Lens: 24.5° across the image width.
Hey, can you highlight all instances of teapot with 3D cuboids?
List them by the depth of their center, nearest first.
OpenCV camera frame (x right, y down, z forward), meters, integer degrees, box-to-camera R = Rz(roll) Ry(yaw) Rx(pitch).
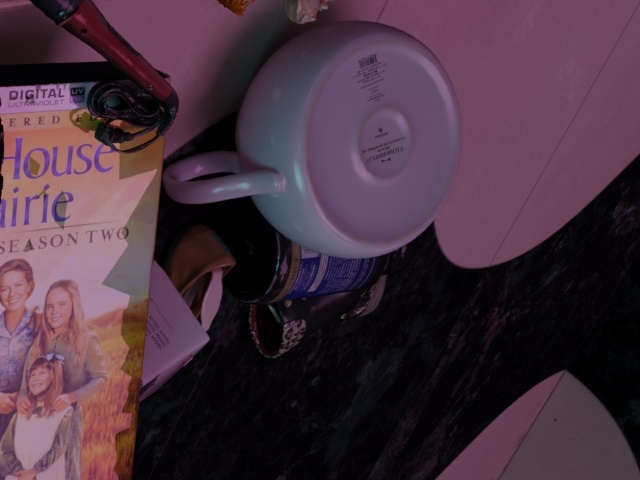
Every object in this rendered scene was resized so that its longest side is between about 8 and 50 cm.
[{"bbox_3d":[0.002,-0.102,1.483,0.256,0.187,0.252,32,76,-39],"label":"teapot"}]

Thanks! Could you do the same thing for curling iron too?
[{"bbox_3d":[-0.182,-0.151,1.042,0.068,0.035,0.274,-48,140,-9],"label":"curling iron"}]

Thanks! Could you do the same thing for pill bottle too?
[{"bbox_3d":[0.000,0.000,1.621,0.219,0.123,0.123,-5,130,-41],"label":"pill bottle"}]

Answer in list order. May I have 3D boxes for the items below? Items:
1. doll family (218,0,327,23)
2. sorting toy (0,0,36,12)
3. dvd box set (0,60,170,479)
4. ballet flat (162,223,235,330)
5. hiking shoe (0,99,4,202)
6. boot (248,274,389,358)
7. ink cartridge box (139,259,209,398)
[{"bbox_3d":[-0.039,-0.277,1.286,0.163,0.118,0.263,-58,173,-1],"label":"doll family"},{"bbox_3d":[-0.228,-0.227,0.992,0.208,0.038,0.193,-9,138,-20],"label":"sorting toy"},{"bbox_3d":[-0.277,0.071,1.156,0.308,0.062,0.420,-7,114,-37],"label":"dvd box set"},{"bbox_3d":[-0.160,0.093,1.578,0.080,0.073,0.232,-11,133,-54],"label":"ballet flat"},{"bbox_3d":[-0.297,-0.120,0.964,0.132,0.113,0.304,-10,121,5],"label":"hiking shoe"},{"bbox_3d":[0.009,0.030,1.767,0.178,0.085,0.236,-27,144,-37],"label":"boot"},{"bbox_3d":[-0.243,0.139,1.406,0.237,0.100,0.172,-34,175,-33],"label":"ink cartridge box"}]
